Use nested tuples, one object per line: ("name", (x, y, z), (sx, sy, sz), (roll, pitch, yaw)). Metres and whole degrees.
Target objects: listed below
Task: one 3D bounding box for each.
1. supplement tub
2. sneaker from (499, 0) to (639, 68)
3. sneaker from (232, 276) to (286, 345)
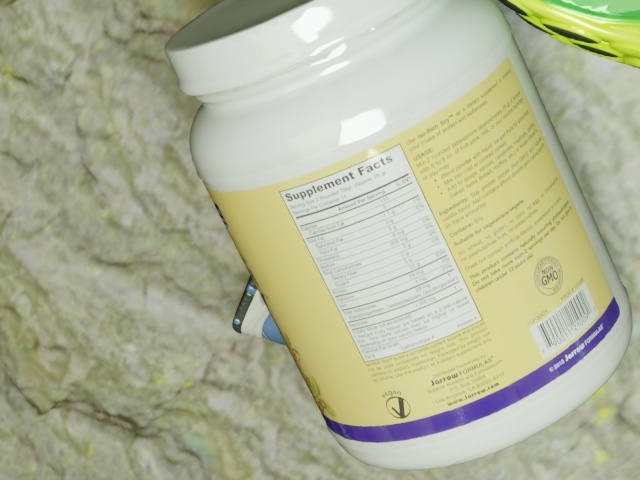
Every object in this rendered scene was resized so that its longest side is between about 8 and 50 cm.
("supplement tub", (0.054, -0.033, 1.179), (0.241, 0.241, 0.331), (-15, 110, 36))
("sneaker", (0.232, -0.180, 1.132), (0.295, 0.109, 0.124), (18, 90, 30))
("sneaker", (0.000, 0.000, 1.365), (0.081, 0.080, 0.211), (24, 124, -3))
